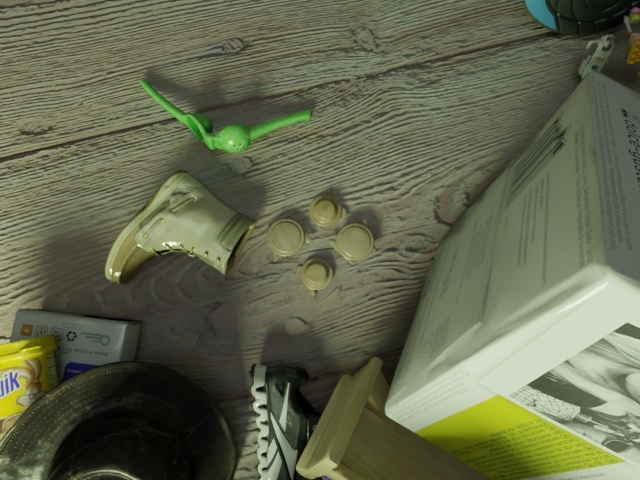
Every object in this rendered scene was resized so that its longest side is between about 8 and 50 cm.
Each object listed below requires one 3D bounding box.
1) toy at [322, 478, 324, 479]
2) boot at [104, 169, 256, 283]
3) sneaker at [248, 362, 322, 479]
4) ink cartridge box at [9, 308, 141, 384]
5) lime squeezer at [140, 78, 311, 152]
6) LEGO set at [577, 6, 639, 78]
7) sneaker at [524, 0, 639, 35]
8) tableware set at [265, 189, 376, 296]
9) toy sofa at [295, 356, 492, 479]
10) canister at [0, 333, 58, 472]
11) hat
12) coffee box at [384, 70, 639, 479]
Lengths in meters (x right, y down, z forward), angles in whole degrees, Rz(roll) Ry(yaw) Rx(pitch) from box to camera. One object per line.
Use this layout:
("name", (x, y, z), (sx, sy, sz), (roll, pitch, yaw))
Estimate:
("toy", (-0.002, 0.473, 0.596), (0.137, 0.056, 0.237), (41, 86, -17))
("boot", (-0.224, 0.012, 0.667), (0.165, 0.077, 0.213), (35, 80, 2))
("sneaker", (-0.045, 0.302, 0.626), (0.106, 0.078, 0.234), (-8, 80, 1))
("ink cartridge box", (-0.404, 0.299, 0.632), (0.175, 0.069, 0.371), (7, 80, 0))
("lime squeezer", (-0.178, -0.210, 0.708), (0.310, 0.059, 0.110), (11, 82, 2))
("LEGO set", (0.605, -0.318, 0.700), (0.287, 0.132, 0.107), (14, 59, -1))
("sneaker", (0.528, -0.462, 0.733), (0.340, 0.125, 0.140), (-4, 56, 1))
("tableware set", (0.000, 0.000, 0.698), (0.168, 0.020, 0.141), (-35, 82, -4))
("toy sofa", (0.157, 0.333, 0.548), (0.362, 0.177, 0.150), (32, 51, 4))
("canister", (-0.431, 0.229, 0.575), (0.126, 0.073, 0.170), (-12, 84, -4))
("hat", (-0.248, 0.334, 0.528), (0.331, 0.134, 0.331), (-4, 100, -24))
("coffee box", (0.328, 0.089, 0.465), (0.334, 0.338, 0.338), (30, 49, 3))
